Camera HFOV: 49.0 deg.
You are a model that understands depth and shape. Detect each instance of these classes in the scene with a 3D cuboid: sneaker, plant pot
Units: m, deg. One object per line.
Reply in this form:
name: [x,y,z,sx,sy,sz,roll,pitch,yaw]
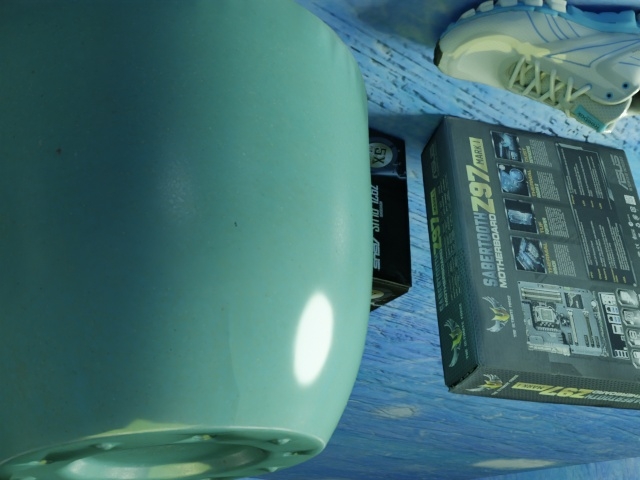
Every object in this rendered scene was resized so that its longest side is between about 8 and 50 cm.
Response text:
sneaker: [0.174,-0.116,0.488,0.190,0.083,0.071,2,155,-1]
plant pot: [-0.098,0.025,0.445,0.292,0.235,0.293,-6,155,-3]

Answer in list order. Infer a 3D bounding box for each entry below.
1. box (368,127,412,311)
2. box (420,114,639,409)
box: [0.000,0.000,0.652,0.077,0.148,0.180,15,150,-26]
box: [0.184,0.015,0.580,0.183,0.233,0.059,8,147,-15]
